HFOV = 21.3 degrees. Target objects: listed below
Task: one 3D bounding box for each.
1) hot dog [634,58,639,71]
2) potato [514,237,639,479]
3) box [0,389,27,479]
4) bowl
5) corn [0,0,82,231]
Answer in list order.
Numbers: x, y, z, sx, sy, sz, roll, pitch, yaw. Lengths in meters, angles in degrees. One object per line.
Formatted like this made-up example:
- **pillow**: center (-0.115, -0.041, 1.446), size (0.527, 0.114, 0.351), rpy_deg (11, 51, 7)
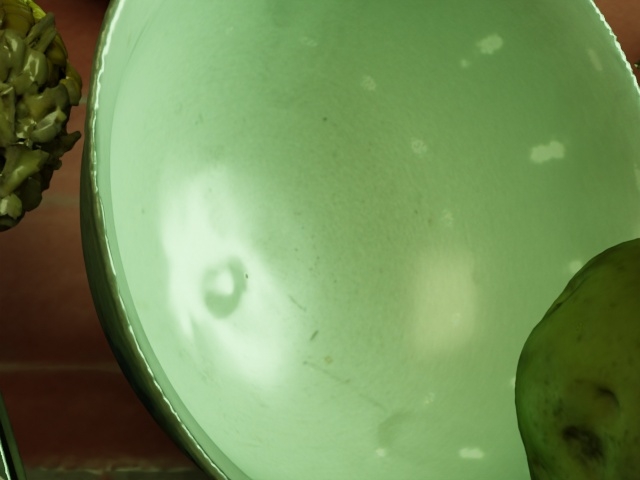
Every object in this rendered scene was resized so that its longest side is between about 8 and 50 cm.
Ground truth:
- **hot dog**: center (0.279, -0.125, 0.897), size (0.250, 0.076, 0.104), rpy_deg (-19, 75, -8)
- **potato**: center (0.186, 0.088, 0.669), size (0.228, 0.148, 0.197), rpy_deg (-3, 41, -46)
- **box**: center (-0.176, 0.128, 0.622), size (0.149, 0.226, 0.226), rpy_deg (-17, 55, -10)
- **bowl**: center (0.000, 0.000, 0.740), size (0.313, 0.146, 0.313), rpy_deg (12, 70, -37)
- **corn**: center (-0.174, -0.076, 0.776), size (0.115, 0.115, 0.318), rpy_deg (-15, 19, -9)
